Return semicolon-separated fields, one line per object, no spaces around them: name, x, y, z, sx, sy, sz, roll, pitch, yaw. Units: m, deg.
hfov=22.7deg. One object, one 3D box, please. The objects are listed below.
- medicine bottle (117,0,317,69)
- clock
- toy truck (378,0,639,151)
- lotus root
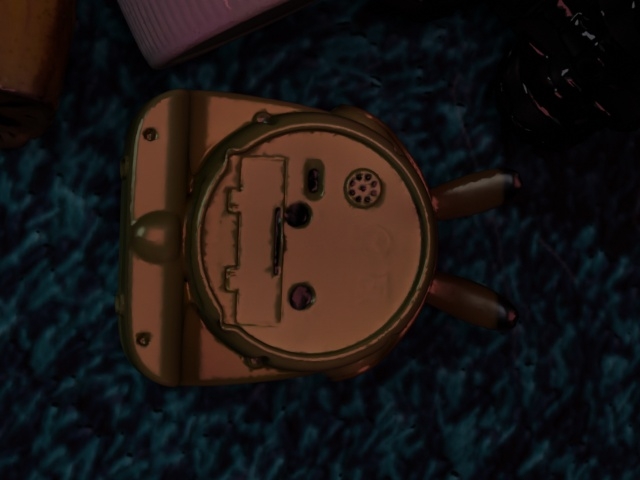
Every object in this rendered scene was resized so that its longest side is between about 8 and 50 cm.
medicine bottle;-0.081;-0.245;0.854;0.165;0.165;0.273;-26;94;-10
clock;0.000;0.000;0.917;0.232;0.069;0.170;1;89;-11
toy truck;0.146;-0.174;0.923;0.224;0.147;0.165;40;59;-6
lotus root;-0.194;-0.111;0.877;0.159;0.095;0.135;11;80;29
